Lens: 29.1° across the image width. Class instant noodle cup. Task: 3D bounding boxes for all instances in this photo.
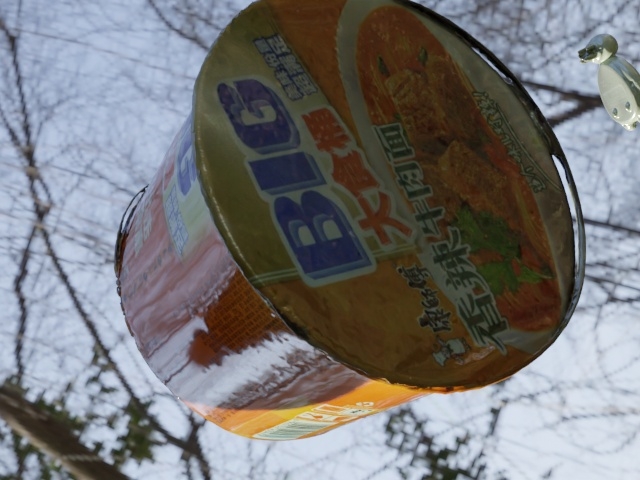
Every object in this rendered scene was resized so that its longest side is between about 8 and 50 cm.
[{"bbox_3d":[0.000,0.000,0.842,0.296,0.214,0.296,15,-121,-26],"label":"instant noodle cup"}]

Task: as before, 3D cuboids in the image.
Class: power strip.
[{"bbox_3d":[0.239,-0.128,1.009,0.035,0.055,0.083,-25,-92,-20],"label":"power strip"}]
